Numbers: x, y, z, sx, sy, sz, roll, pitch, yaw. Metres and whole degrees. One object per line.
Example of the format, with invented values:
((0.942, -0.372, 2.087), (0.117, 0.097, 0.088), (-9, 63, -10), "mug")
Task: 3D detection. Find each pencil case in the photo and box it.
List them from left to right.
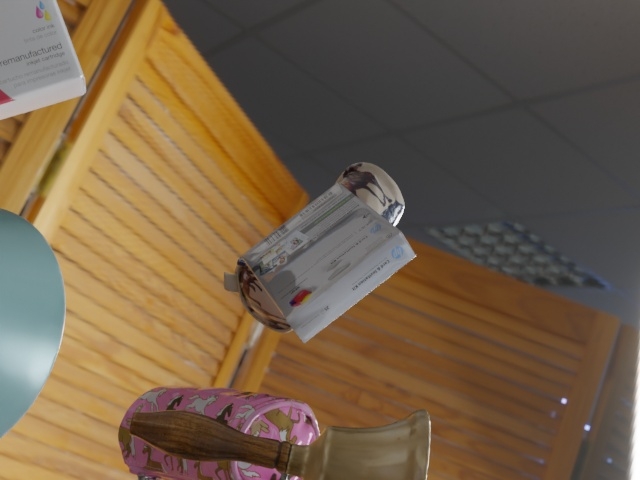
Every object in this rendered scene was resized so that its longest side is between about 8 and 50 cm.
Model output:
((-0.165, 0.315, 1.406), (0.160, 0.167, 0.386), (-2, -4, -39), "pencil case")
((0.000, 0.000, 1.784), (0.183, 0.410, 0.160), (30, -41, 20), "pencil case")

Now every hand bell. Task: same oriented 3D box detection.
((-0.040, 0.180, 0.755), (0.242, 0.126, 0.126), (12, -16, -2), "hand bell")

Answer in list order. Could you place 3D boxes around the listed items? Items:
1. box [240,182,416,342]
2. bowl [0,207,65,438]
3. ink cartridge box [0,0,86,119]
((0.002, 0.017, 0.967), (0.038, 0.145, 0.186), (54, -5, -25), "box")
((-0.454, 0.081, 0.975), (0.311, 0.311, 0.163), (16, -13, 23), "bowl")
((-0.496, -0.331, 1.295), (0.131, 0.226, 0.306), (178, -108, -77), "ink cartridge box")
